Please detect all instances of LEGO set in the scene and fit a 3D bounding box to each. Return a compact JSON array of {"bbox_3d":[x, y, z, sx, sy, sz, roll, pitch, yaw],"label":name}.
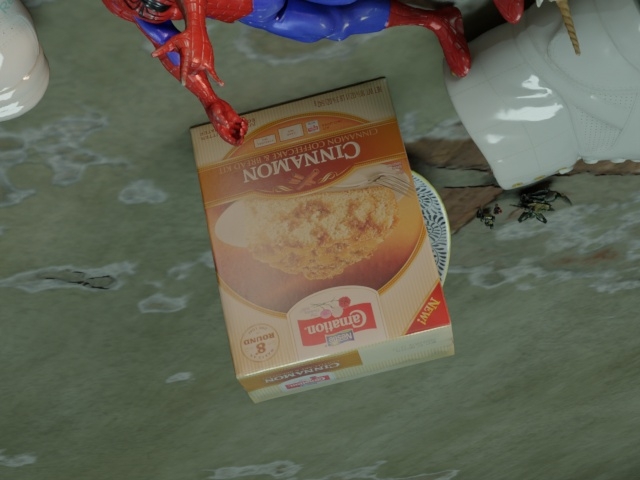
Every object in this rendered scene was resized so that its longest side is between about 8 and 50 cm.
[{"bbox_3d":[0.177,-0.032,1.043,0.083,0.023,0.054,-3,156,11],"label":"LEGO set"}]

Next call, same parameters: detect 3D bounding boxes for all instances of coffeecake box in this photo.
[{"bbox_3d":[0.000,0.000,0.813,0.142,0.186,0.068,-14,156,3],"label":"coffeecake box"}]

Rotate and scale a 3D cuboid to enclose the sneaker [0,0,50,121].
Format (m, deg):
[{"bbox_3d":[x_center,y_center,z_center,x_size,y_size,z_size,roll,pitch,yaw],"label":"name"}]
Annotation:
[{"bbox_3d":[-0.257,-0.096,0.630,0.212,0.080,0.094,-17,145,-8],"label":"sneaker"}]

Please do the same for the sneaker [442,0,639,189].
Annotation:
[{"bbox_3d":[0.205,-0.089,0.838,0.169,0.108,0.292,-25,146,33],"label":"sneaker"}]

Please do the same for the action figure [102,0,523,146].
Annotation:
[{"bbox_3d":[-0.016,-0.105,0.644,0.280,0.139,0.091,3,150,-27],"label":"action figure"}]

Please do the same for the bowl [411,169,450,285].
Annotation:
[{"bbox_3d":[0.014,0.013,0.945,0.170,0.170,0.080,9,-168,-40],"label":"bowl"}]

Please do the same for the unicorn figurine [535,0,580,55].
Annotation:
[{"bbox_3d":[0.118,-0.183,0.639,0.162,0.060,0.111,22,142,-28],"label":"unicorn figurine"}]
